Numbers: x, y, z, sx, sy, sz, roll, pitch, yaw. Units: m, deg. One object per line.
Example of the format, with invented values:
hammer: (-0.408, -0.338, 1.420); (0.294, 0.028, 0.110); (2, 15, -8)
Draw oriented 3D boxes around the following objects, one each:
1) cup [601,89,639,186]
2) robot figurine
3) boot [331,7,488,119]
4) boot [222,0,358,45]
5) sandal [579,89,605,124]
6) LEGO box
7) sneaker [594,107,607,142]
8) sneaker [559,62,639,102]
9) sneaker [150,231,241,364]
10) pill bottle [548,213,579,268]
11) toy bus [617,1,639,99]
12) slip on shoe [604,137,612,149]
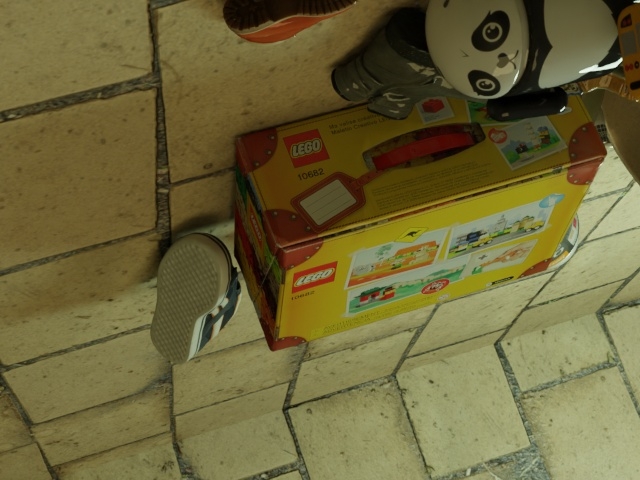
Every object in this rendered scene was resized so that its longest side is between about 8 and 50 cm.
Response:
cup: (0.635, -0.181, 1.970); (0.237, 0.331, 0.331); (-37, 163, -5)
robot figurine: (0.263, -0.264, 1.494); (0.278, 0.209, 0.173); (-13, 174, -20)
boot: (0.150, -0.207, 1.635); (0.246, 0.083, 0.161); (21, 147, -23)
boot: (-0.026, -0.262, 1.408); (0.158, 0.059, 0.084); (-13, 166, 6)
sandal: (0.382, -0.182, 1.929); (0.079, 0.240, 0.088); (18, -150, 32)
LEGO box: (0.132, -0.047, 1.904); (0.500, 0.193, 0.372); (-16, 155, -13)
sneaker: (0.394, -0.161, 2.064); (0.090, 0.095, 0.235); (-17, 168, -20)
sneaker: (0.356, -0.266, 1.700); (0.296, 0.131, 0.112); (11, 128, -16)
sneaker: (-0.200, 0.073, 2.095); (0.127, 0.126, 0.321); (-43, 168, -39)
pill bottle: (0.396, -0.032, 2.337); (0.162, 0.162, 0.278); (-25, 161, 15)
toy bus: (0.515, -0.227, 1.454); (0.332, 0.130, 0.108); (-10, 180, -23)
slip on shoe: (0.528, -0.192, 2.206); (0.135, 0.051, 0.041); (-8, 121, -10)
